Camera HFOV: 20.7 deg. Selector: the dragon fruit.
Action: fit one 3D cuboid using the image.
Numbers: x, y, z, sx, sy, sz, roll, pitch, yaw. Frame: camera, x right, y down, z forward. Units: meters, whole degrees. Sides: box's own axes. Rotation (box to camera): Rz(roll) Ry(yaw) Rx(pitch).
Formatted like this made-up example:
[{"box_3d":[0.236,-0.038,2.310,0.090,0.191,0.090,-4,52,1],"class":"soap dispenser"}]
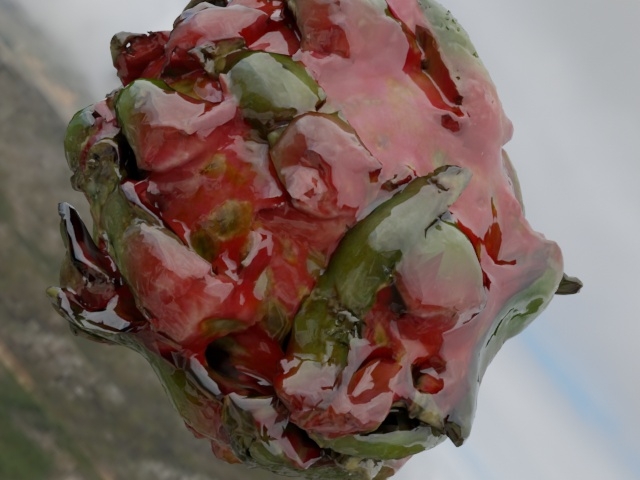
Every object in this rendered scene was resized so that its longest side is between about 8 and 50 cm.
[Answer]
[{"box_3d":[-0.007,-0.006,0.894,0.237,0.231,0.302,48,28,-41],"class":"dragon fruit"}]
